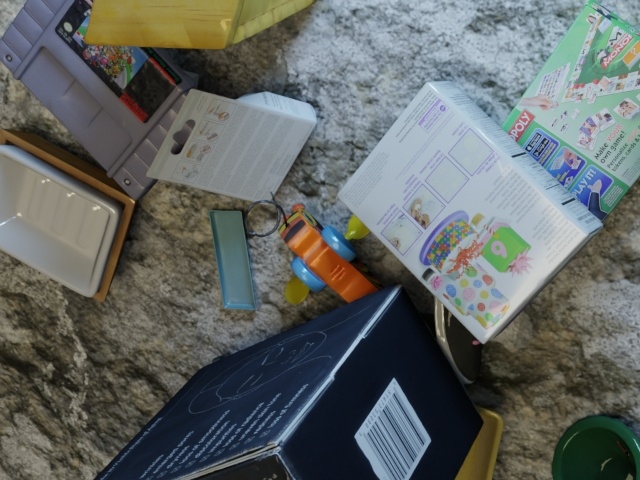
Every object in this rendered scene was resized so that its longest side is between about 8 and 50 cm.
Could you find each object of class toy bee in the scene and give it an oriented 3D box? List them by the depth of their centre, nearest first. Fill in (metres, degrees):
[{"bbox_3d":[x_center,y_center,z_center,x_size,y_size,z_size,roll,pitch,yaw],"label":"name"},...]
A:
[{"bbox_3d":[0.000,0.000,1.887,0.195,0.162,0.298,-26,117,2],"label":"toy bee"}]

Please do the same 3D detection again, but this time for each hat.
[{"bbox_3d":[0.518,0.408,1.893,0.173,0.183,0.209,-44,49,24],"label":"hat"}]

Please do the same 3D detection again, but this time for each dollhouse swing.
[{"bbox_3d":[-0.152,-0.461,1.619,0.315,0.347,0.305,6,114,21],"label":"dollhouse swing"}]

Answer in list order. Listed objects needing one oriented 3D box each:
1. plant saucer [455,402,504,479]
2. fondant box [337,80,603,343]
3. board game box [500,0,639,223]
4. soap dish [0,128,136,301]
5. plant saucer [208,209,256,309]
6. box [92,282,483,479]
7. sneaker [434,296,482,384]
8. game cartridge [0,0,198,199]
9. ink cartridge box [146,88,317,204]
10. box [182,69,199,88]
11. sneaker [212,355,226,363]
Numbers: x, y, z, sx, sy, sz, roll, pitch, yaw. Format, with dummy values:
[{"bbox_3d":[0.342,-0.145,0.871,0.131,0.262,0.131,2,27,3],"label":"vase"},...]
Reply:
[{"bbox_3d":[0.149,0.381,2.004,0.332,0.081,0.333,16,117,17],"label":"plant saucer"},{"bbox_3d":[0.221,-0.046,1.709,0.330,0.096,0.238,46,116,15],"label":"fondant box"},{"bbox_3d":[0.398,-0.169,1.685,0.213,0.046,0.317,37,121,6],"label":"board game box"},{"bbox_3d":[-0.477,-0.052,2.066,0.290,0.118,0.229,28,119,10],"label":"soap dish"},{"bbox_3d":[-0.156,0.034,2.024,0.067,0.018,0.192,2,113,22],"label":"plant saucer"},{"bbox_3d":[-0.068,0.359,1.753,0.471,0.480,0.297,-24,102,34],"label":"box"},{"bbox_3d":[0.268,0.101,1.819,0.146,0.104,0.296,1,108,28],"label":"sneaker"},{"bbox_3d":[-0.359,-0.265,1.855,0.355,0.068,0.230,46,125,1],"label":"game cartridge"},{"bbox_3d":[-0.146,-0.163,1.836,0.232,0.066,0.189,15,125,-27],"label":"ink cartridge box"},{"bbox_3d":[-0.297,-0.217,1.935,0.130,0.091,0.171,21,118,14],"label":"box"},{"bbox_3d":[-0.197,0.290,2.131,0.077,0.072,0.178,37,113,19],"label":"sneaker"}]
